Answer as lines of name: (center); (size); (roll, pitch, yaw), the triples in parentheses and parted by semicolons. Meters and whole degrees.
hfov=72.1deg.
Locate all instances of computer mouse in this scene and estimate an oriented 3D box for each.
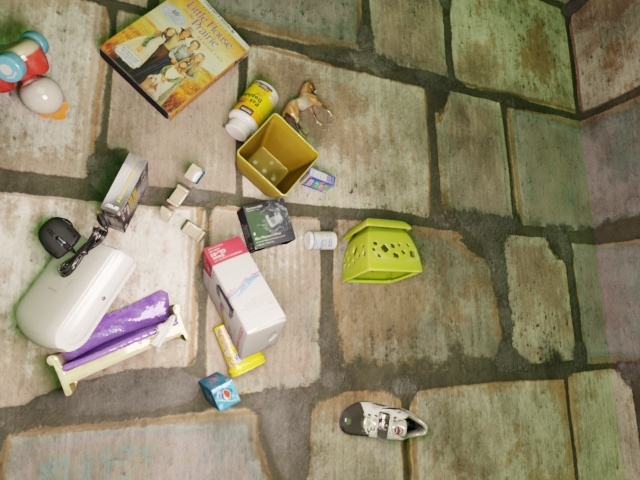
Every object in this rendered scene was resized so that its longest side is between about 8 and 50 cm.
computer mouse: (-0.702, -0.031, 1.231); (0.184, 0.262, 0.060); (-47, 140, -8)

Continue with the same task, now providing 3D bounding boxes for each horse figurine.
horse figurine: (-0.069, -0.500, 1.700); (0.263, 0.066, 0.174); (-43, 104, -27)

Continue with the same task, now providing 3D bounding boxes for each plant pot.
plant pot: (-0.170, -0.272, 1.545); (0.212, 0.187, 0.212); (42, 67, -11)
plant pot: (0.217, 0.040, 1.645); (0.227, 0.228, 0.207); (3, 72, -23)

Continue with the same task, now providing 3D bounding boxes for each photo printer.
photo printer: (-0.686, 0.145, 1.214); (0.307, 0.256, 0.107); (-62, 144, -20)

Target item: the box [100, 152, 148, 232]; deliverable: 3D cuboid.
box: (-0.578, -0.135, 1.315); (0.056, 0.231, 0.182); (24, 71, -15)

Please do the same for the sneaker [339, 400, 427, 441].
sneaker: (0.234, 0.652, 1.580); (0.331, 0.146, 0.122); (9, 79, -21)

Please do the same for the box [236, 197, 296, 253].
box: (-0.191, -0.052, 1.548); (0.156, 0.093, 0.158); (-16, 86, -25)

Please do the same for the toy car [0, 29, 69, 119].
toy car: (-0.862, -0.447, 1.295); (0.211, 0.219, 0.237); (-18, 132, 6)

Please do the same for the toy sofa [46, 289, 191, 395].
toy sofa: (-0.582, 0.282, 1.282); (0.363, 0.150, 0.177); (-22, 91, -26)

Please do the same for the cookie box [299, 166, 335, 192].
cookie box: (-0.012, -0.226, 1.660); (0.107, 0.092, 0.040); (19, 70, -19)

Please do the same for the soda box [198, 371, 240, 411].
soda box: (-0.310, 0.455, 1.336); (0.067, 0.210, 0.071); (-23, 91, -26)

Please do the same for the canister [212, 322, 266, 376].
canister: (-0.270, 0.344, 1.451); (0.126, 0.073, 0.169); (-21, 88, -26)

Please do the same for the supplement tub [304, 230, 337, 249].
supplement tub: (0.000, 0.000, 1.635); (0.107, 0.071, 0.070); (0, 81, -23)

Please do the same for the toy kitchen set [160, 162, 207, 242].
toy kitchen set: (-0.412, -0.124, 1.471); (0.166, 0.122, 0.207); (35, 89, -15)

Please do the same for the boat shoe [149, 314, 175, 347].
boat shoe: (-0.448, 0.253, 1.246); (0.035, 0.035, 0.100); (33, 76, -21)

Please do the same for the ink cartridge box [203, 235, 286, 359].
ink cartridge box: (-0.245, 0.177, 1.354); (0.131, 0.226, 0.306); (-19, 63, -26)

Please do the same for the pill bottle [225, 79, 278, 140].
pill bottle: (-0.249, -0.464, 1.583); (0.117, 0.117, 0.214); (35, 69, -15)

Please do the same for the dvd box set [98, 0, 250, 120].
dvd box set: (-0.494, -0.662, 1.542); (0.307, 0.062, 0.420); (45, 67, -11)
